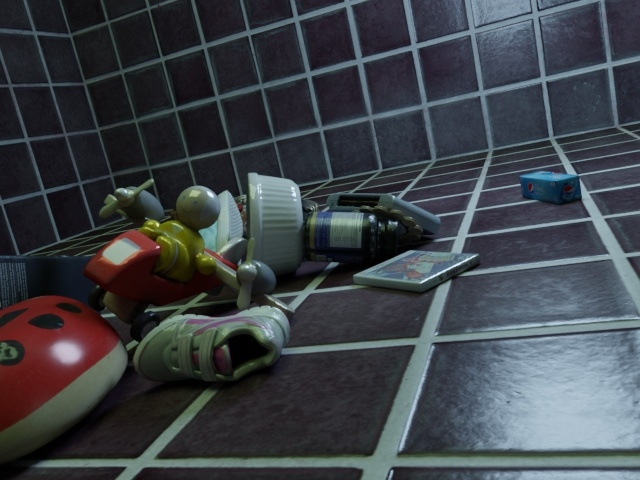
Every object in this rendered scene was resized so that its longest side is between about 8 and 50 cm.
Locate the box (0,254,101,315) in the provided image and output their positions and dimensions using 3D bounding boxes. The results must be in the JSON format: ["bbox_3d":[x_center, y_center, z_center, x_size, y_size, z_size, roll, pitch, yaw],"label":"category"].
[{"bbox_3d":[-0.721,0.141,1.258,0.342,0.179,0.312,-9,-5,17],"label":"box"}]

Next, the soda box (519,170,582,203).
[{"bbox_3d":[0.648,-0.153,1.646,0.071,0.067,0.210,-14,12,-5],"label":"soda box"}]

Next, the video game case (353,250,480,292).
[{"bbox_3d":[0.199,0.060,1.220,0.183,0.023,0.201,-21,14,-35],"label":"video game case"}]

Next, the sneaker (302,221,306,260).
[{"bbox_3d":[0.000,0.000,1.613,0.275,0.107,0.110,-7,-6,3],"label":"sneaker"}]

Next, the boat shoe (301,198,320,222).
[{"bbox_3d":[-0.061,-0.090,1.967,0.130,0.133,0.355,-13,13,0],"label":"boat shoe"}]

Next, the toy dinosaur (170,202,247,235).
[{"bbox_3d":[-0.345,-0.039,1.851,0.295,0.201,0.127,-11,11,7],"label":"toy dinosaur"}]

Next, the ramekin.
[{"bbox_3d":[-0.118,-0.034,1.457,0.127,0.273,0.273,-1,10,-9],"label":"ramekin"}]

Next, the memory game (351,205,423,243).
[{"bbox_3d":[0.164,-0.038,1.444,0.186,0.186,0.012,-3,59,42],"label":"memory game"}]

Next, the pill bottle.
[{"bbox_3d":[0.074,-0.006,1.386,0.219,0.123,0.123,2,14,8],"label":"pill bottle"}]

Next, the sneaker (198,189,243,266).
[{"bbox_3d":[-0.312,-0.020,1.669,0.150,0.135,0.366,-15,33,5],"label":"sneaker"}]

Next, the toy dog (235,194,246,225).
[{"bbox_3d":[-0.364,-0.065,2.187,0.333,0.161,0.220,-9,-4,-5],"label":"toy dog"}]

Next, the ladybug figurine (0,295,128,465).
[{"bbox_3d":[-0.477,0.202,0.925,0.304,0.162,0.449,-14,12,-8],"label":"ladybug figurine"}]

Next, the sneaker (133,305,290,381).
[{"bbox_3d":[-0.171,0.168,0.905,0.252,0.103,0.111,-14,10,-2],"label":"sneaker"}]

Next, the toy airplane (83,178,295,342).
[{"bbox_3d":[-0.255,0.020,1.173,0.385,0.273,0.384,15,18,-20],"label":"toy airplane"}]

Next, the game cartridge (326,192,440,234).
[{"bbox_3d":[0.170,-0.070,1.558,0.198,0.062,0.297,17,-5,-32],"label":"game cartridge"}]
